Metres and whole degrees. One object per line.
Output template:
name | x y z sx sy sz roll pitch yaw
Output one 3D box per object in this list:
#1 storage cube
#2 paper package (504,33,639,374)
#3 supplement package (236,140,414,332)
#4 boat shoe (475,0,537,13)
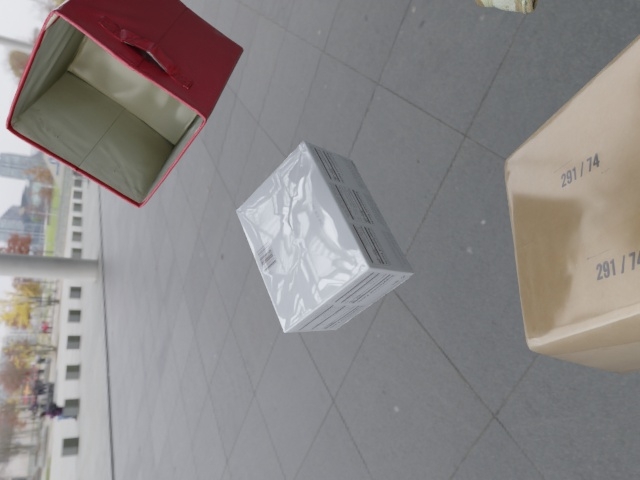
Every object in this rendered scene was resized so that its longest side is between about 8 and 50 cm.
storage cube | -0.241 -0.199 0.619 0.215 0.183 0.193 -38 29 37
paper package | 0.374 -0.036 0.532 0.325 0.168 0.310 123 155 -61
supplement package | 0.000 0.000 0.859 0.204 0.145 0.262 -41 59 29
boat shoe | 0.284 -0.455 0.634 0.089 0.104 0.285 28 143 24
